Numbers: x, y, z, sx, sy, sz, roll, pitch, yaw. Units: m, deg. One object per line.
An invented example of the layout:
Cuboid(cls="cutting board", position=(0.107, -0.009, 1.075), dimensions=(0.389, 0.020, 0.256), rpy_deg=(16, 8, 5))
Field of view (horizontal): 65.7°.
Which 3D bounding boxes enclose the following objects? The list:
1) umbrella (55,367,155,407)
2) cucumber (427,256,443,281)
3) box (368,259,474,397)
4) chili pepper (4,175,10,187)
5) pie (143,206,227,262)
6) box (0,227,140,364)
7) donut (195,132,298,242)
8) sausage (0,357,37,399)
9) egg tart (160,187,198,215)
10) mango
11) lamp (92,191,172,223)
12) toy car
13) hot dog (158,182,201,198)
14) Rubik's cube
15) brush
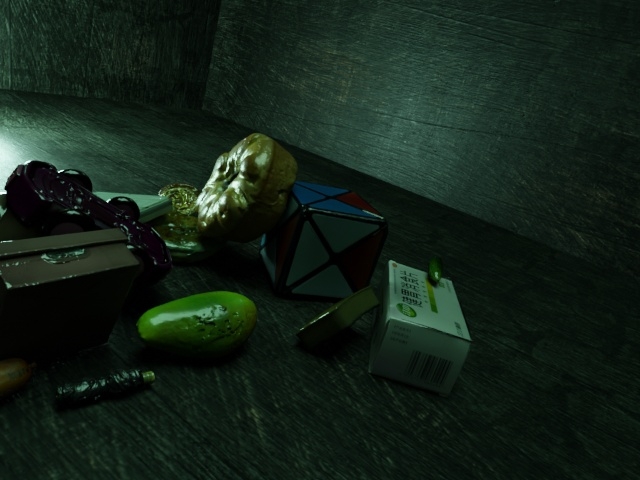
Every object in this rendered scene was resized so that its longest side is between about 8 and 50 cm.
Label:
Cuboid(cls="umbrella", position=(-0.326, 0.221, 0.756), dimensions=(0.144, 0.040, 0.037), rpy_deg=(-1, 17, -43))
Cuboid(cls="cucumber", position=(0.286, 0.065, 1.228), dimensions=(0.039, 0.039, 0.168), rpy_deg=(19, 17, 9))
Cuboid(cls="box", position=(0.215, 0.181, 1.125), dimensions=(0.173, 0.145, 0.333), rpy_deg=(18, 20, 1))
Cuboid(cls="chili pepper", position=(-0.783, -0.160, 1.425), dimensions=(0.225, 0.060, 0.098), rpy_deg=(-1, 32, -44))
Cuboid(cls="pie", position=(-0.390, -0.021, 1.334), dimensions=(0.303, 0.066, 0.302), rpy_deg=(13, 20, -5))
Cuboid(cls="box", position=(-0.414, 0.095, 0.772), dimensions=(0.086, 0.215, 0.215), rpy_deg=(46, 30, 22))
Cuboid(cls="donut", position=(-0.194, -0.129, 1.269), dimensions=(0.150, 0.299, 0.317), rpy_deg=(27, 13, -28))
Cuboid(cls="sausage", position=(-0.512, 0.218, 0.595), dimensions=(0.053, 0.053, 0.348), rpy_deg=(25, 22, 24))
Cuboid(cls="egg tart", position=(-0.443, -0.109, 1.544), dimensions=(0.129, 0.049, 0.128), rpy_deg=(6, 49, -6))
Cuboid(cls="mango", position=(-0.220, 0.157, 0.908), dimensions=(0.233, 0.111, 0.125), rpy_deg=(-5, 23, -42))
Cuboid(cls="lamp", position=(-0.555, -0.069, 1.260), dimensions=(0.267, 0.047, 0.269), rpy_deg=(5, 20, 16))
Cuboid(cls="toy car", position=(-0.483, 0.020, 0.961), dimensions=(0.341, 0.240, 0.271), rpy_deg=(37, 7, -34))
Cuboid(cls="hot dog", position=(-0.458, -0.147, 1.635), dimensions=(0.147, 0.065, 0.099), rpy_deg=(14, 29, -11))
Cuboid(cls="Rubik's cube", position=(0.000, -0.001, 1.309), dimensions=(0.249, 0.249, 0.246), rpy_deg=(10, 20, -22))
Cuboid(cls="brush", position=(0.043, 0.164, 1.070), dimensions=(0.059, 0.123, 0.197), rpy_deg=(57, 29, 7))
